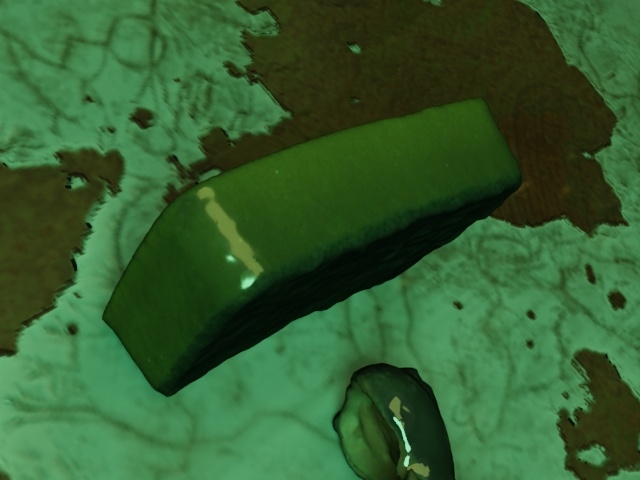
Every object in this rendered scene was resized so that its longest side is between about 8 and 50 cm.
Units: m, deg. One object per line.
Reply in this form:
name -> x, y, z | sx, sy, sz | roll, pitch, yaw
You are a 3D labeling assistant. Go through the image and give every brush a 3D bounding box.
brush -> 0.000, 0.000, 0.472 | 0.197, 0.123, 0.059 | -23, 77, -37

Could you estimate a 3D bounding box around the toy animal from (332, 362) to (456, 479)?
toy animal -> 0.086, 0.213, 0.391 | 0.168, 0.106, 0.343 | -29, 73, -39
